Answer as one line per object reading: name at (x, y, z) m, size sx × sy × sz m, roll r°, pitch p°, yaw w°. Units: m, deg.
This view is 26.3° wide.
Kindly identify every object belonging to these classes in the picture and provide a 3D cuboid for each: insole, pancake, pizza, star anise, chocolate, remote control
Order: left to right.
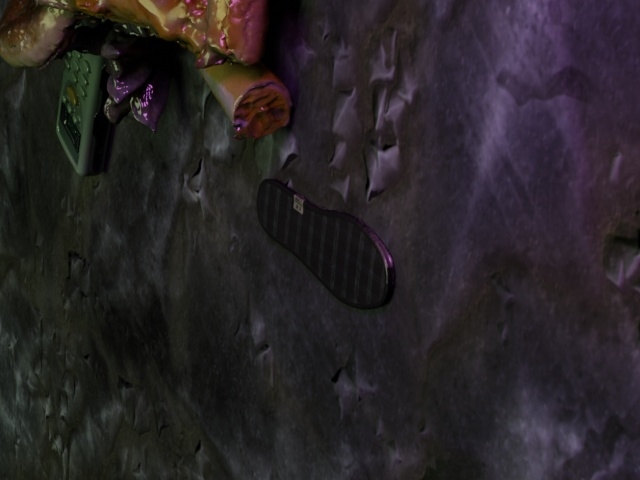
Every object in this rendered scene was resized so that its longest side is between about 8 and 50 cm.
pancake at (-0.350, -0.406, 1.913) m, size 0.382 × 0.071 × 0.382 m, roll -41°, pitch 36°, yaw 38°
remote control at (-0.361, -0.247, 2.139) m, size 0.140 × 0.056 × 0.296 m, roll 55°, pitch 143°, yaw 37°
star anise at (-0.259, -0.284, 1.869) m, size 0.283 × 0.129 × 0.212 m, roll -63°, pitch 39°, yaw 24°
pizza at (-0.199, -0.429, 1.624) m, size 0.434 × 0.080 × 0.392 m, roll 22°, pitch 105°, yaw 33°
chocolate at (-0.107, -0.211, 1.664) m, size 0.219 × 0.085 × 0.086 m, roll -124°, pitch 37°, yaw -45°
insole at (0.000, 0.000, 1.579) m, size 0.309 × 0.012 × 0.110 m, roll 38°, pitch 131°, yaw 52°
